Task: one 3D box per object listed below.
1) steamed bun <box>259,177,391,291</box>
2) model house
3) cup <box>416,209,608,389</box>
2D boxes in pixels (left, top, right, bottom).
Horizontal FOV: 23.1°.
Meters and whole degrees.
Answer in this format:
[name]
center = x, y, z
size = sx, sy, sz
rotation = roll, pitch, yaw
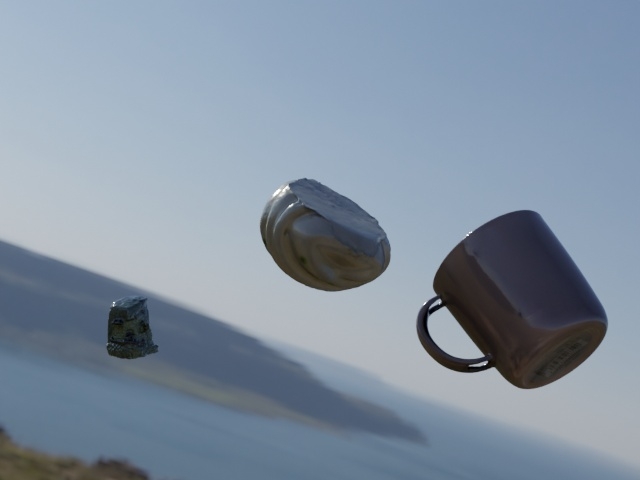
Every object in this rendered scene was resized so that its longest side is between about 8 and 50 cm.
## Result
[steamed bun]
center = 0.000, 0.000, 2.037
size = 0.183, 0.106, 0.183
rotation = 30, 16, -9
[model house]
center = -0.276, 0.127, 2.294
size = 0.066, 0.083, 0.078
rotation = 5, 8, 31
[cup]
center = 0.268, 0.107, 2.251
size = 0.200, 0.253, 0.191
rotation = 57, -11, 29
